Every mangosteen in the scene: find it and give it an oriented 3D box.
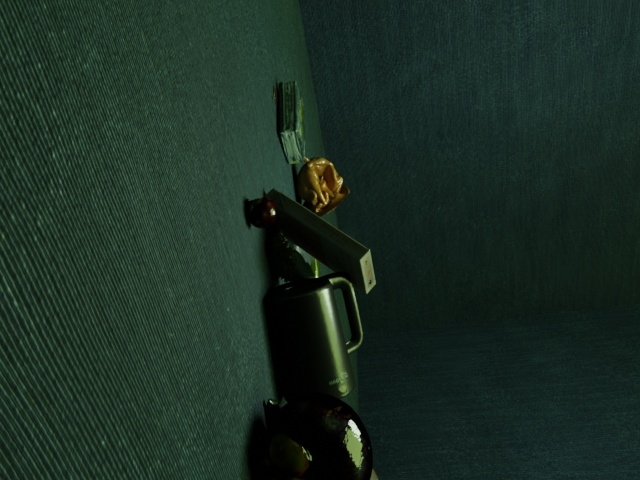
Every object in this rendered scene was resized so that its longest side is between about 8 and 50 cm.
[{"bbox_3d":[-0.149,-0.069,1.502,0.081,0.081,0.081,-7,90,-83],"label":"mangosteen"},{"bbox_3d":[-0.028,0.490,1.313,0.302,0.275,0.275,-19,104,-50],"label":"mangosteen"}]

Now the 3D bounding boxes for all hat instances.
[{"bbox_3d":[-0.036,-0.247,2.376,0.244,0.233,0.233,-53,124,-38],"label":"hat"}]

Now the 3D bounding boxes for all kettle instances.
[{"bbox_3d":[0.001,0.263,1.637,0.203,0.262,0.308,-141,-140,-79],"label":"kettle"}]

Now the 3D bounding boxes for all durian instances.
[{"bbox_3d":[-0.098,0.059,1.727,0.137,0.095,0.221,44,-16,34],"label":"durian"}]

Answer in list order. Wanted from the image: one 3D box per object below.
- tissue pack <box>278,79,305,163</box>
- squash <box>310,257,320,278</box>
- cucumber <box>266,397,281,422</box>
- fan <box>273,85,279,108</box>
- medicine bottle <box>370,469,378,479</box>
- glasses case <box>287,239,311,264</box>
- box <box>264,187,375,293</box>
[{"bbox_3d":[-0.104,-0.443,2.231,0.185,0.081,0.257,78,8,-58],"label":"tissue pack"},{"bbox_3d":[-0.037,0.089,2.316,0.066,0.066,0.252,62,21,-73],"label":"squash"},{"bbox_3d":[-0.096,0.497,1.463,0.044,0.043,0.257,-92,173,-74],"label":"cucumber"},{"bbox_3d":[-0.162,-0.517,2.152,0.133,0.005,0.085,-78,160,-74],"label":"fan"},{"bbox_3d":[0.061,0.772,1.769,0.388,0.219,0.219,54,29,-75],"label":"medicine bottle"},{"bbox_3d":[-0.072,0.037,2.064,0.282,0.067,0.109,56,30,-79],"label":"glasses case"},{"bbox_3d":[-0.001,0.000,1.737,0.051,0.365,0.204,-47,152,-17],"label":"box"}]
